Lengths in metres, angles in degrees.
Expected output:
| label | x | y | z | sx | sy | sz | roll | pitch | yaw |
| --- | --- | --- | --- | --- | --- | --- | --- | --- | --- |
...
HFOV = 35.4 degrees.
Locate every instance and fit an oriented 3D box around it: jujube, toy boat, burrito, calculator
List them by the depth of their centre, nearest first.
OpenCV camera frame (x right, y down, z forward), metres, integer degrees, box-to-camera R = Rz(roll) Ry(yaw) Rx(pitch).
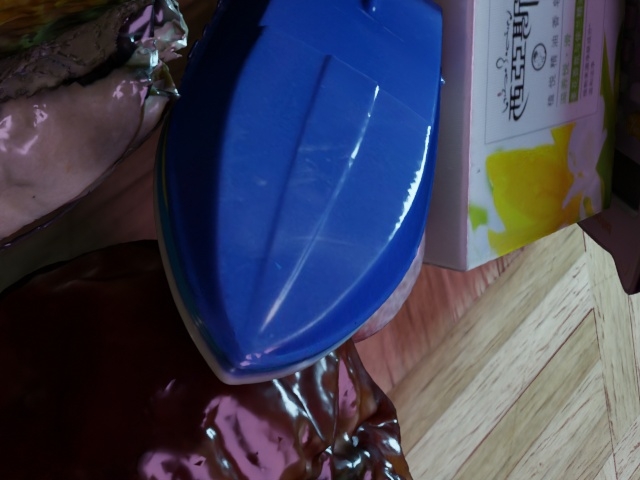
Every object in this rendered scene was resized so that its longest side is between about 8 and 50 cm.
| label | x | y | z | sx | sy | sz | roll | pitch | yaw |
| --- | --- | --- | --- | --- | --- | --- | --- | --- | --- |
| burrito | -0.147 | -0.024 | 0.391 | 0.229 | 0.063 | 0.058 | -31 | 161 | -11 |
| toy boat | -0.009 | -0.041 | 0.455 | 0.129 | 0.088 | 0.295 | 29 | 35 | -11 |
| jujube | -0.067 | 0.106 | 0.470 | 0.213 | 0.213 | 0.232 | -60 | 142 | -18 |
| calculator | 0.226 | -0.122 | 0.744 | 0.043 | 0.194 | 0.294 | -5 | 114 | -8 |

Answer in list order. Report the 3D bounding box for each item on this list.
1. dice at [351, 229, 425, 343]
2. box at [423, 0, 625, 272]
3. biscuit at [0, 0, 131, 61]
| label | x | y | z | sx | sy | sz | roll | pitch | yaw |
| --- | --- | --- | --- | --- | --- | --- | --- | --- | --- |
| dice | 0.000 | 0.000 | 0.586 | 0.094 | 0.093 | 0.091 | -57 | 136 | -22 |
| box | 0.111 | -0.130 | 0.662 | 0.194 | 0.111 | 0.260 | -20 | 118 | -44 |
| biscuit | -0.150 | -0.080 | 0.380 | 0.247 | 0.118 | 0.029 | -27 | 97 | -45 |
